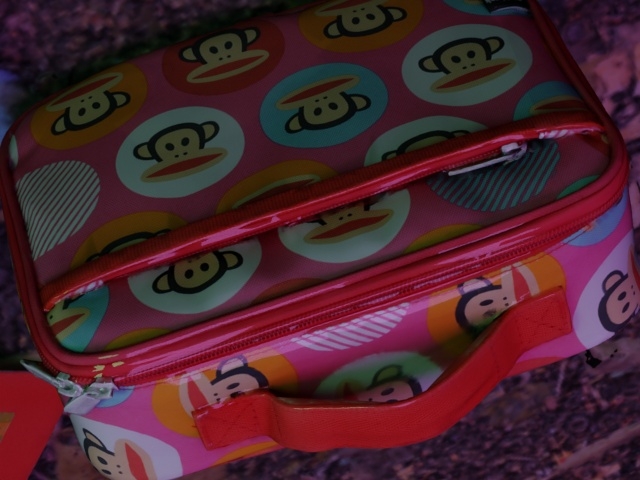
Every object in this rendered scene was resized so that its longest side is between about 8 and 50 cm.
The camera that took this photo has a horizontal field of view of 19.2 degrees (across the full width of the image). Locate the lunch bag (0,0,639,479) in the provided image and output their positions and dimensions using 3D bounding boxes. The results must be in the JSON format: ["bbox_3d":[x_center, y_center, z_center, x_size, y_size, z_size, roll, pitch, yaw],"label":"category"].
[{"bbox_3d":[0.000,0.000,0.909,0.293,0.258,0.120,-19,131,-2],"label":"lunch bag"}]

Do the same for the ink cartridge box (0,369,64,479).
[{"bbox_3d":[-0.282,0.186,1.024,0.296,0.066,0.261,6,124,-47],"label":"ink cartridge box"}]
